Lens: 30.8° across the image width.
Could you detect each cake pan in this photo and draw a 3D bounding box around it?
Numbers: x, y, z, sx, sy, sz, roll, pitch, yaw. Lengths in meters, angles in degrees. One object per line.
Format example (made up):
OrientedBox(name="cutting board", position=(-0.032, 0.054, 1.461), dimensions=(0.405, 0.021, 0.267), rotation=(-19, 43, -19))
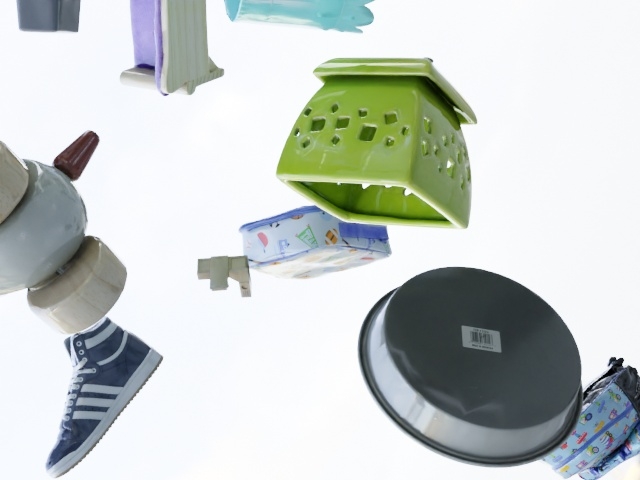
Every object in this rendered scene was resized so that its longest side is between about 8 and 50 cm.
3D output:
OrientedBox(name="cake pan", position=(0.193, 0.142, 1.433), dimensions=(0.293, 0.293, 0.054), rotation=(-45, -20, -42))

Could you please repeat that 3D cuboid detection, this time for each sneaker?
OrientedBox(name="sneaker", position=(-0.413, 0.260, 1.996), dimensions=(0.282, 0.153, 0.099), rotation=(-52, 15, -22))

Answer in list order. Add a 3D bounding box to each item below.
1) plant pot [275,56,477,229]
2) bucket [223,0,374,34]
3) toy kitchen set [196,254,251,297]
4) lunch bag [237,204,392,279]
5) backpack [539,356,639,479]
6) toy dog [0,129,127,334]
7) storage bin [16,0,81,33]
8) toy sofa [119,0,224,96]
OrientedBox(name="plant pot", position=(0.098, -0.148, 1.715), dimensions=(0.227, 0.228, 0.207), rotation=(32, -112, -56))
OrientedBox(name="bucket", position=(-0.029, -0.413, 1.569), dimensions=(0.281, 0.183, 0.281), rotation=(180, 90, -76))
OrientedBox(name="toy kitchen set", position=(-0.158, 0.074, 1.916), dimensions=(0.075, 0.083, 0.068), rotation=(84, -178, -49))
OrientedBox(name="lunch bag", position=(0.000, 0.000, 2.362), dimensions=(0.303, 0.243, 0.114), rotation=(5, -109, -55))
OrientedBox(name="backpack", position=(0.368, 0.259, 1.575), dimensions=(0.158, 0.117, 0.173), rotation=(-46, -11, 35))
OrientedBox(name="toy dog", position=(-0.304, -0.021, 0.998), dimensions=(0.220, 0.334, 0.161), rotation=(74, -148, -45))
OrientedBox(name="storage bin", position=(-0.371, -0.334, 1.616), dimensions=(0.135, 0.098, 0.091), rotation=(-61, -27, -79))
OrientedBox(name="toy sofa", position=(-0.271, -0.427, 1.924), dimensions=(0.177, 0.150, 0.362), rotation=(-36, -48, -53))
